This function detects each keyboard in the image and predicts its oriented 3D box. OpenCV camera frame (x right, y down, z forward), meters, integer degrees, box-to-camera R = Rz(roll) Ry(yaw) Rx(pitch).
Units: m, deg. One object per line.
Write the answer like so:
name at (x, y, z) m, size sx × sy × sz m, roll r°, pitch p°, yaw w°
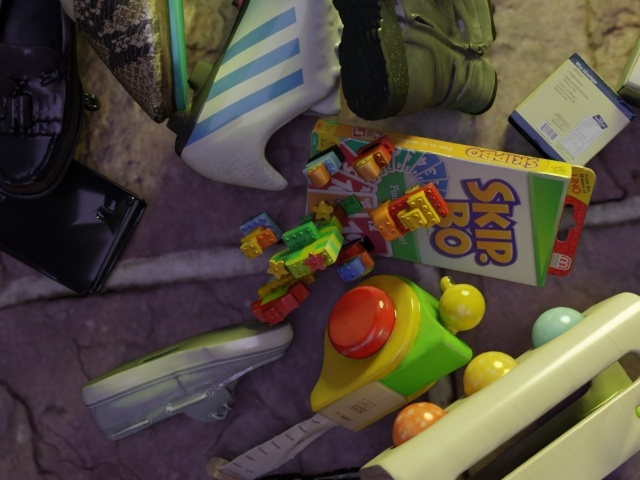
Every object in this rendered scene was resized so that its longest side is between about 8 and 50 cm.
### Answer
keyboard at (-0.320, -0.099, 1.079) m, size 0.317 × 0.033 × 0.201 m, roll 29°, pitch 96°, yaw 6°

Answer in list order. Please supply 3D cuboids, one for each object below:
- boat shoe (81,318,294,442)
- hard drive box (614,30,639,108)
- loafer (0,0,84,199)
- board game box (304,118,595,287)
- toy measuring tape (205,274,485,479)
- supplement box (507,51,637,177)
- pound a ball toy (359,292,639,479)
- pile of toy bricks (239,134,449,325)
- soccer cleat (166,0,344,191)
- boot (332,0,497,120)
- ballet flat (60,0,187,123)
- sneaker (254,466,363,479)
boat shoe at (-0.123, 0.141, 1.034) m, size 0.228 × 0.079 × 0.081 m, roll -20°, pitch 97°, yaw 13°
hard drive box at (0.409, -0.172, 0.935) m, size 0.232 × 0.089 × 0.181 m, roll 24°, pitch 94°, yaw 7°
loafer at (-0.284, -0.195, 1.012) m, size 0.109 × 0.095 × 0.302 m, roll 3°, pitch 79°, yaw 2°
board game box at (0.116, -0.032, 0.983) m, size 0.260 × 0.039 × 0.124 m, roll 10°, pitch 125°, yaw 6°
toy measuring tape at (0.016, 0.122, 1.006) m, size 0.330 × 0.121 × 0.121 m, roll -34°, pitch 86°, yaw 25°
supplement box at (0.234, -0.115, 0.979) m, size 0.083 × 0.056 × 0.083 m, roll -44°, pitch 85°, yaw 7°
pound a ball toy at (0.146, 0.179, 0.937) m, size 0.319 × 0.208 × 0.135 m, roll -31°, pitch 83°, yaw -16°
pile of toy bricks at (0.000, 0.000, 0.949) m, size 0.212 × 0.105 × 0.118 m, roll -26°, pitch 111°, yaw 27°
soccer cleat at (-0.022, -0.202, 1.003) m, size 0.143 × 0.116 × 0.331 m, roll 26°, pitch 97°, yaw -8°
boot at (0.087, -0.231, 0.957) m, size 0.083 × 0.161 × 0.246 m, roll 6°, pitch 105°, yaw 49°
ballet flat at (-0.191, -0.341, 0.957) m, size 0.182 × 0.164 × 0.482 m, roll 5°, pitch 78°, yaw -6°
sneaker at (-0.018, 0.268, 1.021) m, size 0.162 × 0.063 × 0.073 m, roll -6°, pitch 93°, yaw 9°
